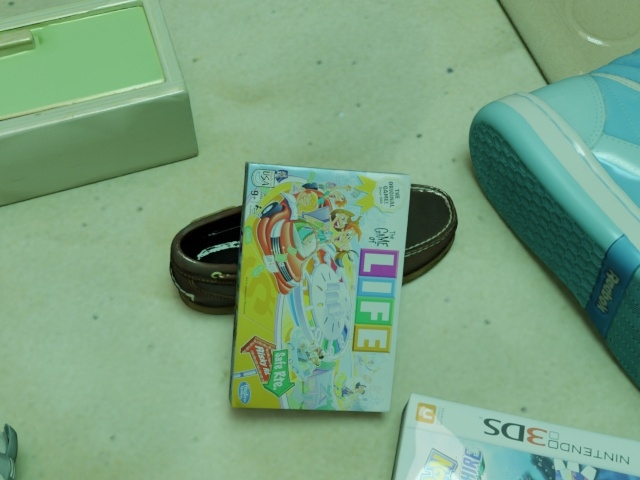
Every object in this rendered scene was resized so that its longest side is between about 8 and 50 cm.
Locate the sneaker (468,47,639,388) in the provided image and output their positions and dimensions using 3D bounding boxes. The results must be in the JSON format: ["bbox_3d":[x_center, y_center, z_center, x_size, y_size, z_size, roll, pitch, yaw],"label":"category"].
[{"bbox_3d":[0.270,-0.012,0.617,0.208,0.127,0.319,-29,68,-14],"label":"sneaker"}]

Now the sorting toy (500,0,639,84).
[{"bbox_3d":[0.251,-0.225,0.777,0.208,0.038,0.193,-20,65,-7],"label":"sorting toy"}]

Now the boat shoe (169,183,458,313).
[{"bbox_3d":[0.000,0.000,0.632,0.207,0.073,0.073,-16,61,-11],"label":"boat shoe"}]

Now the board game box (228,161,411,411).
[{"bbox_3d":[-0.001,0.030,0.589,0.104,0.026,0.154,3,96,-10],"label":"board game box"}]

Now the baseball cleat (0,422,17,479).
[{"bbox_3d":[-0.283,0.155,0.555,0.206,0.072,0.109,-8,43,-4],"label":"baseball cleat"}]

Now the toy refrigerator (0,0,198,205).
[{"bbox_3d":[-0.233,-0.091,0.658,0.270,0.094,0.102,-15,65,-9],"label":"toy refrigerator"}]

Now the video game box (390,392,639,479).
[{"bbox_3d":[0.125,0.208,0.545,0.187,0.048,0.205,10,63,6],"label":"video game box"}]
